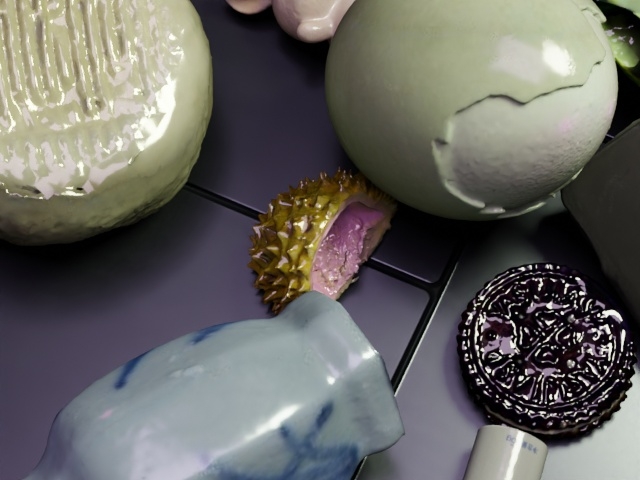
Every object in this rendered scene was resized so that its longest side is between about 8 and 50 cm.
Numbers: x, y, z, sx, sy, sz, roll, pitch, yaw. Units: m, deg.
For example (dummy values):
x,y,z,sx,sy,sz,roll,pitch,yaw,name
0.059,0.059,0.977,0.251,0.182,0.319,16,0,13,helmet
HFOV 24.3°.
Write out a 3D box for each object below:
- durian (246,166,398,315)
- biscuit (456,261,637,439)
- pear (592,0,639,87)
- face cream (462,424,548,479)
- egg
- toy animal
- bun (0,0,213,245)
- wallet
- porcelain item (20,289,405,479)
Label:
x,y,z,sx,sy,sz,roll,pitch,yaw,name
-0.002,0.001,1.600,0.132,0.165,0.182,39,95,-23,durian
0.237,0.115,1.556,0.194,0.053,0.195,-1,65,3,biscuit
0.462,-0.285,1.664,0.398,0.165,0.399,-2,65,4,pear
0.156,0.310,1.456,0.077,0.077,0.250,17,66,9,face cream
0.161,-0.156,1.522,0.278,0.278,0.336,-37,26,-14,egg
-0.014,-0.280,1.711,0.212,0.124,0.124,28,70,10,toy animal
-0.296,-0.151,1.609,0.359,0.211,0.360,3,74,-12,bun
0.408,0.042,1.512,0.197,0.051,0.378,-38,78,23,wallet
-0.124,0.223,1.419,0.405,0.243,0.178,-31,43,-13,porcelain item
